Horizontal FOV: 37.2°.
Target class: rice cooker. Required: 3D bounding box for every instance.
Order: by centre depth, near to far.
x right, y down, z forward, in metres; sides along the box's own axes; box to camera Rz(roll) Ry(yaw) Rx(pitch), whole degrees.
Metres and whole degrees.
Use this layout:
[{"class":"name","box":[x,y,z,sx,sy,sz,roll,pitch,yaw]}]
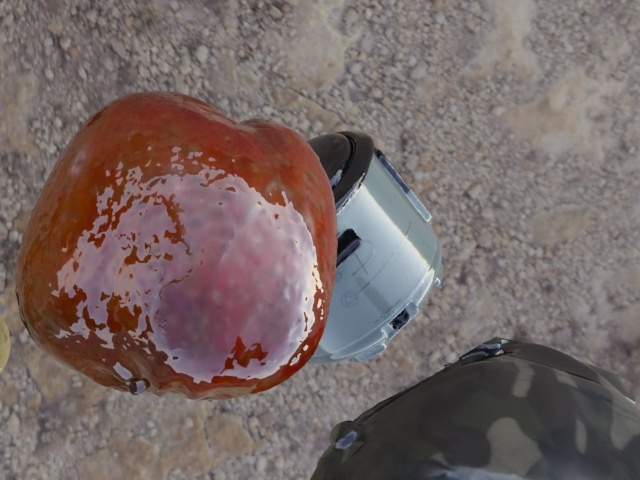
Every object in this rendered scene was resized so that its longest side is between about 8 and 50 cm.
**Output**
[{"class":"rice cooker","box":[0.000,0.000,1.106,0.241,0.280,0.227,-42,112,-1]}]

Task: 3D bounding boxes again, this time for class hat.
[{"class":"hat","box":[0.194,0.230,0.615,0.257,0.382,0.366,45,65,-34]}]

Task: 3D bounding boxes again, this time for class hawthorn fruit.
[{"class":"hawthorn fruit","box":[-0.051,0.003,0.361,0.128,0.128,0.128,-8,117,-16]}]

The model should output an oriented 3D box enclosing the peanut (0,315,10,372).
[{"class":"peanut","box":[-0.324,0.086,0.730,0.083,0.093,0.194,-46,161,26]}]
